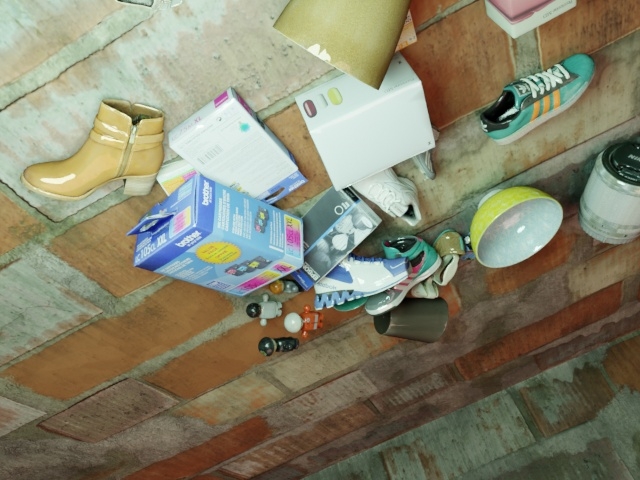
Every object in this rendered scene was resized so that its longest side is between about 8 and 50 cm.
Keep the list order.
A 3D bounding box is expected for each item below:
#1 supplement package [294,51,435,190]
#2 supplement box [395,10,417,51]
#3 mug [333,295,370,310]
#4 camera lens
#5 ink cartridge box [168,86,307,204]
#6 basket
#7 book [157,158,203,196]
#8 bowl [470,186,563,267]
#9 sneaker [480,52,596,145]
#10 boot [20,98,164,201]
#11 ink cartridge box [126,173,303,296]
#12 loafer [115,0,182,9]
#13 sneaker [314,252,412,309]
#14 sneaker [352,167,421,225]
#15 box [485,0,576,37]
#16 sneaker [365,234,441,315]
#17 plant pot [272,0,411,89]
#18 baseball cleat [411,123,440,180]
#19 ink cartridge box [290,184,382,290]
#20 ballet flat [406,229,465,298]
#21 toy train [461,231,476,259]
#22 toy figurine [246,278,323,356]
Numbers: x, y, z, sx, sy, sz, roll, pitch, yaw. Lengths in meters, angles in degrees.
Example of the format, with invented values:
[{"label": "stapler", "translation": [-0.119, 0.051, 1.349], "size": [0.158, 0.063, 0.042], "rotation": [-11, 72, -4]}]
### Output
[{"label": "supplement package", "translation": [0.107, -0.275, 1.240], "size": [0.262, 0.145, 0.204], "rotation": [-24, 140, 4]}, {"label": "supplement box", "translation": [0.164, -0.461, 1.140], "size": [0.062, 0.036, 0.098], "rotation": [-26, 139, 6]}, {"label": "mug", "translation": [0.090, 0.162, 1.756], "size": [0.129, 0.097, 0.158], "rotation": [-25, 140, 4]}, {"label": "camera lens", "translation": [0.949, -0.150, 1.667], "size": [0.219, 0.219, 0.274], "rotation": [-15, 140, -7]}, {"label": "ink cartridge box", "translation": [-0.186, -0.198, 1.271], "size": [0.186, 0.065, 0.311], "rotation": [-31, 136, 14]}, {"label": "basket", "translation": [0.323, 0.286, 1.957], "size": [0.227, 0.154, 0.204], "rotation": [7, 132, -24]}, {"label": "book", "translation": [-0.329, -0.132, 1.309], "size": [0.096, 0.035, 0.144], "rotation": [-21, 142, -1]}, {"label": "bowl", "translation": [0.577, -0.070, 1.649], "size": [0.289, 0.156, 0.289], "rotation": [-12, 137, -11]}, {"label": "sneaker", "translation": [0.543, -0.367, 1.345], "size": [0.302, 0.108, 0.121], "rotation": [-40, 140, 24]}, {"label": "boot", "translation": [-0.471, -0.191, 1.122], "size": [0.283, 0.109, 0.220], "rotation": [2, 136, -27]}, {"label": "ink cartridge box", "translation": [-0.274, -0.006, 1.331], "size": [0.395, 0.151, 0.270], "rotation": [24, 140, -39]}, {"label": "loafer", "translation": [-0.313, -0.439, 0.967], "size": [0.125, 0.039, 0.045], "rotation": [-3, 136, -19]}, {"label": "sneaker", "translation": [0.098, 0.078, 1.576], "size": [0.315, 0.182, 0.127], "rotation": [-20, 179, 16]}, {"label": "sneaker", "translation": [0.182, -0.135, 1.440], "size": [0.297, 0.129, 0.111], "rotation": [22, 127, -37]}, {"label": "box", "translation": [0.410, -0.558, 1.063], "size": [0.148, 0.127, 0.232], "rotation": [-27, 139, 8]}, {"label": "sneaker", "translation": [0.228, 0.090, 1.669], "size": [0.295, 0.124, 0.178], "rotation": [-41, 118, -5]}, {"label": "plant pot", "translation": [0.073, -0.454, 0.995], "size": [0.237, 0.237, 0.254], "rotation": [18, 112, -36]}, {"label": "baseball cleat", "translation": [0.284, -0.238, 1.412], "size": [0.109, 0.072, 0.206], "rotation": [-39, 140, 12]}, {"label": "ink cartridge box", "translation": [0.000, 0.000, 1.496], "size": [0.333, 0.165, 0.065], "rotation": [-46, 178, 27]}, {"label": "ballet flat", "translation": [0.382, 0.116, 1.805], "size": [0.116, 0.124, 0.342], "rotation": [9, 132, -30]}, {"label": "toy train", "translation": [0.547, 0.017, 1.803], "size": [0.184, 0.080, 0.105], "rotation": [4, 143, -29]}, {"label": "toy figurine", "translation": [-0.122, 0.235, 1.662], "size": [0.148, 0.209, 0.213], "rotation": [3, 141, -49]}]
